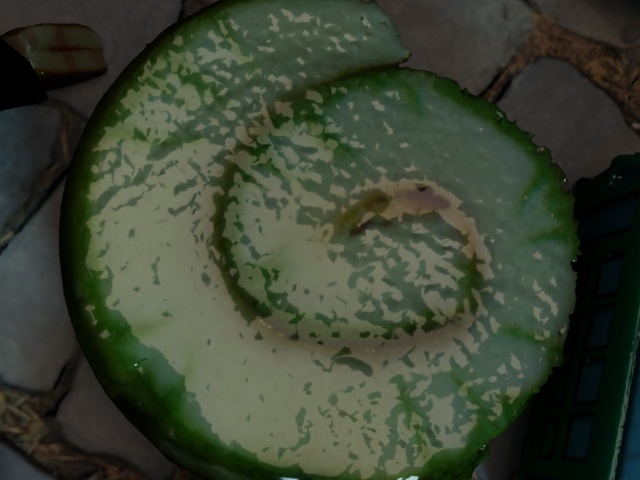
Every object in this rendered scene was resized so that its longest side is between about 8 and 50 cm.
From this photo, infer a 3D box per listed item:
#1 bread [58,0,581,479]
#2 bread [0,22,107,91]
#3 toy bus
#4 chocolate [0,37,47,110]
[{"bbox_3d":[0.000,0.000,0.686,0.366,0.129,0.381,-4,83,-11],"label":"bread"},{"bbox_3d":[-0.214,-0.132,0.689,0.109,0.062,0.043,-19,89,-10],"label":"bread"},{"bbox_3d":[0.263,0.095,0.681,0.184,0.199,0.343,14,76,0],"label":"toy bus"},{"bbox_3d":[-0.406,-0.073,0.516,0.384,0.383,0.331,35,93,-7],"label":"chocolate"}]
